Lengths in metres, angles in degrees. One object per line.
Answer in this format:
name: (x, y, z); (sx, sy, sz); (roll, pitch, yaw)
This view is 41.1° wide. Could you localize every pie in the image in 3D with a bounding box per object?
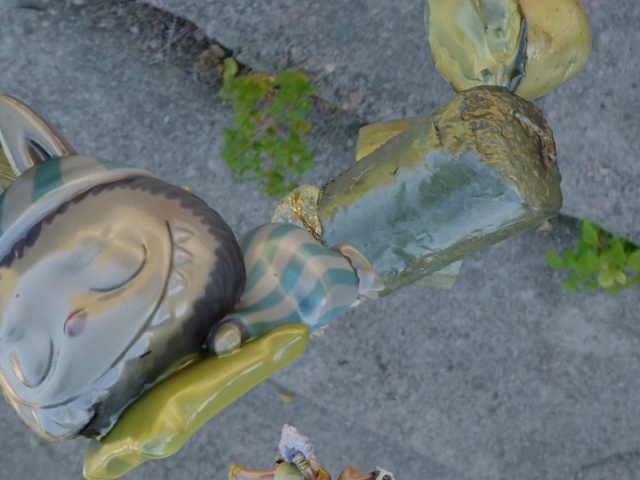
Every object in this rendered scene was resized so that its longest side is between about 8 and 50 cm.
pie: (0.003, -0.001, 1.330); (0.218, 0.052, 0.185); (27, 130, 42)

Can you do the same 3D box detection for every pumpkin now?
pumpkin: (0.149, -0.079, 1.571); (0.199, 0.332, 0.332); (4, 121, -4)

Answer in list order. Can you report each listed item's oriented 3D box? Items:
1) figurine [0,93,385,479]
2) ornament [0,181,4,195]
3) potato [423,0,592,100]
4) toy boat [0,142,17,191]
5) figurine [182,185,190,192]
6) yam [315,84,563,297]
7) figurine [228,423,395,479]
figurine: (-0.172, -0.007, 0.820); (0.266, 0.361, 0.377); (-35, 87, 40)
ornament: (-0.626, -0.031, 1.237); (0.337, 0.337, 0.337); (7, 120, 13)
potato: (0.307, -0.339, 1.347); (0.243, 0.285, 0.242); (-19, 139, -17)
toy boat: (-0.717, -0.177, 1.829); (0.162, 0.445, 0.136); (-51, 57, 6)
figurine: (-0.324, -0.083, 1.651); (0.156, 0.095, 0.115); (38, 81, -29)
yam: (0.152, -0.062, 1.103); (0.300, 0.195, 0.195); (-30, 107, 37)
figurine: (-0.009, 0.355, 1.226); (0.240, 0.115, 0.174); (17, 153, 18)
